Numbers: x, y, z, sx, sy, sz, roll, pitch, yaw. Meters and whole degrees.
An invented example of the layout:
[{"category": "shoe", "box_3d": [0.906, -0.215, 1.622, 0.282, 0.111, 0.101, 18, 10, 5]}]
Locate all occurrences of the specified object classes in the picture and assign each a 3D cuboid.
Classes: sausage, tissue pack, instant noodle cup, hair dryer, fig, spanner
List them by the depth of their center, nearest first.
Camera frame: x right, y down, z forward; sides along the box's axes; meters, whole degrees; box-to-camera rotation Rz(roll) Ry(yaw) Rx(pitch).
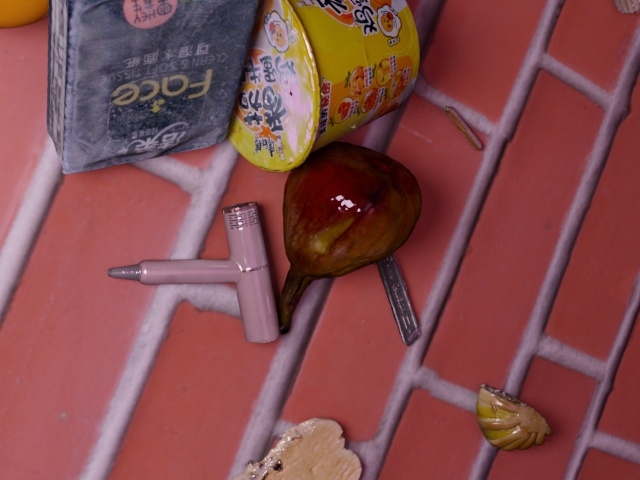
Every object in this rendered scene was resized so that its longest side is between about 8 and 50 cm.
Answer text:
[{"category": "tissue pack", "box_3d": [-0.199, -0.225, 1.075, 0.227, 0.316, 0.103, -15, 61, -25]}, {"category": "instant noodle cup", "box_3d": [-0.009, -0.237, 1.203, 0.200, 0.264, 0.265, -22, 106, -33]}, {"category": "hair dryer", "box_3d": [-0.169, 0.064, 1.252, 0.220, 0.053, 0.195, -15, 99, -25]}, {"category": "fig", "box_3d": [0.023, 0.010, 1.266, 0.190, 0.190, 0.290, 16, 92, -29]}, {"category": "spanner", "box_3d": [0.092, 0.018, 1.406, 0.093, 0.026, 0.326, -27, 109, -22]}, {"category": "sausage", "box_3d": [0.228, -0.177, 1.461, 0.100, 0.015, 0.015, 46, 74, -25]}]

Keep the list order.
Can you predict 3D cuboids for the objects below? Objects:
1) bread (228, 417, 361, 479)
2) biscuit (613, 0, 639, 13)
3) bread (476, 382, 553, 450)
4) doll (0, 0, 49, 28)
[{"category": "bread", "box_3d": [-0.046, 0.388, 1.368, 0.250, 0.039, 0.182, -37, 112, -20]}, {"category": "biscuit", "box_3d": [0.517, -0.511, 1.552, 0.108, 0.061, 0.239, -34, 112, -23]}, {"category": "bread", "box_3d": [0.313, 0.303, 1.535, 0.094, 0.083, 0.157, -42, 115, -5]}, {"category": "doll", "box_3d": [-0.363, -0.358, 1.041, 0.213, 0.213, 0.236, 44, 33, -25]}]
